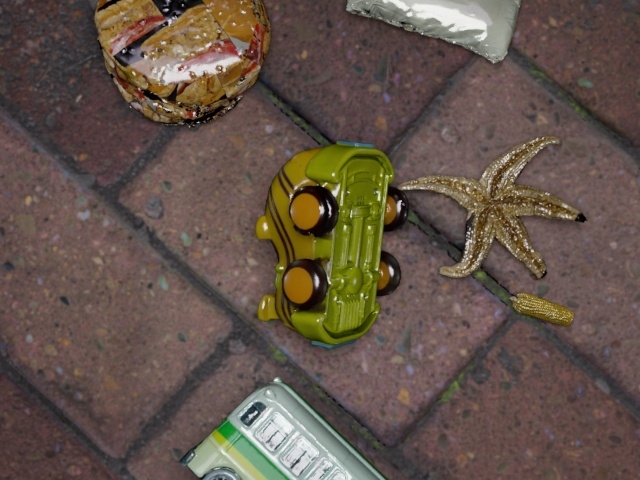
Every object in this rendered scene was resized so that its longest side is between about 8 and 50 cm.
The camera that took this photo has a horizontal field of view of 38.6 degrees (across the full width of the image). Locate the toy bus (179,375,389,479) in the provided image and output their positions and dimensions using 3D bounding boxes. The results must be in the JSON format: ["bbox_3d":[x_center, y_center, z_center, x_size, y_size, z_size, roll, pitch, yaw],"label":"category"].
[{"bbox_3d":[-0.018,0.306,1.099,0.276,0.133,0.165,42,88,5],"label":"toy bus"}]

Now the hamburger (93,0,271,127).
[{"bbox_3d":[-0.174,-0.263,1.176,0.231,0.107,0.231,0,78,-1],"label":"hamburger"}]

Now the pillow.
[{"bbox_3d":[0.150,-0.323,1.191,0.229,0.051,0.128,20,85,3],"label":"pillow"}]

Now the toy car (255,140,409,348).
[{"bbox_3d":[0.000,0.000,1.113,0.142,0.200,0.248,9,94,32],"label":"toy car"}]

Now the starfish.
[{"bbox_3d":[0.217,-0.047,1.164,0.238,0.057,0.213,21,89,9],"label":"starfish"}]

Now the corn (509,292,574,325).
[{"bbox_3d":[0.280,0.088,1.160,0.083,0.027,0.028,20,102,2],"label":"corn"}]
